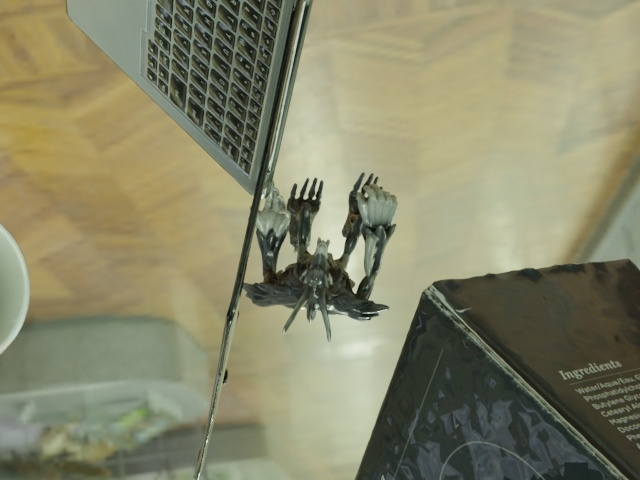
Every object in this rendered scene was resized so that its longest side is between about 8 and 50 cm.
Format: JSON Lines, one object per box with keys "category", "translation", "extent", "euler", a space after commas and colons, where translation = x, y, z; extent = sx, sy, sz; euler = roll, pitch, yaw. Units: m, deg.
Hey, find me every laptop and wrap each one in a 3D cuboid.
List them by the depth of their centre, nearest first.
{"category": "laptop", "translation": [-0.139, -0.087, 1.095], "extent": [0.236, 0.408, 0.382], "euler": [-41, 167, -23]}

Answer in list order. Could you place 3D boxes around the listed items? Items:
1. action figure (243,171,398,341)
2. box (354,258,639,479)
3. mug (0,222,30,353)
{"category": "action figure", "translation": [0.000, 0.000, 1.585], "extent": [0.164, 0.141, 0.276], "euler": [4, -157, 3]}
{"category": "box", "translation": [0.262, 0.347, 1.339], "extent": [0.297, 0.472, 0.480], "euler": [-7, 127, -38]}
{"category": "mug", "translation": [-0.294, 0.034, 1.002], "extent": [0.150, 0.113, 0.169], "euler": [3, 176, -25]}
